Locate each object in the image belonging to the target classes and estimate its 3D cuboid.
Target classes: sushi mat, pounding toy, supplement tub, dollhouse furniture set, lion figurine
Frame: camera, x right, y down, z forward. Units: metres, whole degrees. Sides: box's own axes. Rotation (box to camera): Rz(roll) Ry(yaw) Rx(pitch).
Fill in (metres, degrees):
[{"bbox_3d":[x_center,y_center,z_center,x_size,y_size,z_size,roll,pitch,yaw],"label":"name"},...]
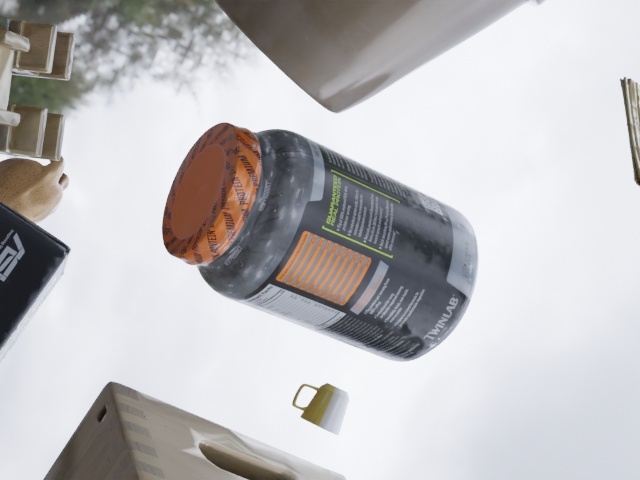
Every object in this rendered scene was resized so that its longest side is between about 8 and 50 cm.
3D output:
[{"bbox_3d":[0.464,-0.115,1.648,0.019,0.151,0.316,-53,-169,30],"label":"sushi mat"},{"bbox_3d":[-0.049,0.137,0.469,0.130,0.141,0.100,-55,-150,12],"label":"pounding toy"},{"bbox_3d":[0.000,0.000,1.367,0.193,0.316,0.193,-38,-141,40],"label":"supplement tub"},{"bbox_3d":[-0.323,-0.194,1.051,0.212,0.161,0.242,7,91,-76],"label":"dollhouse furniture set"},{"bbox_3d":[-0.407,0.001,1.460,0.392,0.142,0.240,-57,-160,-15],"label":"lion figurine"}]

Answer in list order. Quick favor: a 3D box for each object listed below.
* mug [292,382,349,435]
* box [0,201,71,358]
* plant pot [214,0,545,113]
[{"bbox_3d":[0.007,0.241,1.830,0.062,0.078,0.064,20,-98,45],"label":"mug"},{"bbox_3d":[-0.261,0.107,0.802,0.270,0.060,0.216,-57,-173,-12],"label":"box"},{"bbox_3d":[0.050,-0.285,1.236,0.280,0.323,0.323,-46,-155,9],"label":"plant pot"}]
